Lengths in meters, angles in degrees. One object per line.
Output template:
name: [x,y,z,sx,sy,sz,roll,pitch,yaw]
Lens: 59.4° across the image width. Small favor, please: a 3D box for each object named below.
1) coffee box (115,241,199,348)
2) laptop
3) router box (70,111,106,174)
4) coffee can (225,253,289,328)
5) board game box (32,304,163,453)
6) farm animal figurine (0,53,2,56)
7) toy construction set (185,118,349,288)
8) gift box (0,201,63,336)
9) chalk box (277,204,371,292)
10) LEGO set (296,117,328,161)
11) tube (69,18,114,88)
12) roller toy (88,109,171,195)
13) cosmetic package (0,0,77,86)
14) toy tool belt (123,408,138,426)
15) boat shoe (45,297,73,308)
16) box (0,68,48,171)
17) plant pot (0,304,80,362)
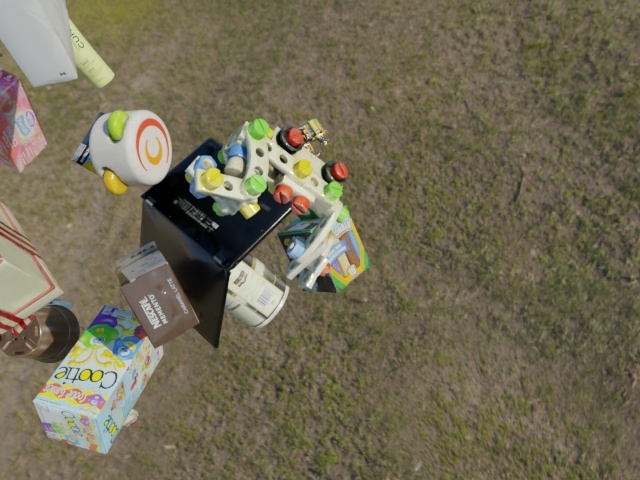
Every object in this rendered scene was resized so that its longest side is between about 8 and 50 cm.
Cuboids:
coffee box: [-0.339,0.101,1.144,0.098,0.141,0.246,-29,18,-15]
laptop: [-0.295,-0.004,1.538,0.382,0.236,0.408,35,72,29]
router box: [-0.681,-0.296,1.781,0.046,0.133,0.179,24,83,40]
coffee can: [-0.271,0.139,1.871,0.201,0.275,0.201,-39,25,23]
board game box: [-0.482,0.302,1.257,0.142,0.144,0.275,13,40,7]
farm animal figurine: [-0.811,-0.380,1.059,0.327,0.172,0.330,9,58,-4]
toy construction set: [-0.063,-0.069,0.942,0.151,0.327,0.215,-13,45,36]
gift box: [-0.665,0.055,0.994,0.276,0.258,0.255,-31,75,-10]
chalk box: [0.000,0.000,1.803,0.180,0.289,0.179,-3,25,48]
LEGO set: [-0.097,-0.284,2.077,0.331,0.192,0.255,-34,5,-26]
tube: [-0.617,-0.486,1.388,0.062,0.240,0.070,5,54,40]
roller toy: [-0.490,-0.233,1.444,0.146,0.209,0.191,0,18,18]
cosmetic package: [-0.542,-0.497,0.962,0.097,0.377,0.284,-16,70,-9]
toy tool belt: [-0.536,0.483,1.559,0.052,0.083,0.051,-33,76,-19]
boat shoe: [-0.842,0.201,1.786,0.100,0.035,0.035,-2,18,-9]
box: [-0.943,-0.361,1.652,0.154,0.300,0.142,26,61,6]
plant pot: [-0.777,0.253,1.535,0.167,0.165,0.167,-1,80,4]
